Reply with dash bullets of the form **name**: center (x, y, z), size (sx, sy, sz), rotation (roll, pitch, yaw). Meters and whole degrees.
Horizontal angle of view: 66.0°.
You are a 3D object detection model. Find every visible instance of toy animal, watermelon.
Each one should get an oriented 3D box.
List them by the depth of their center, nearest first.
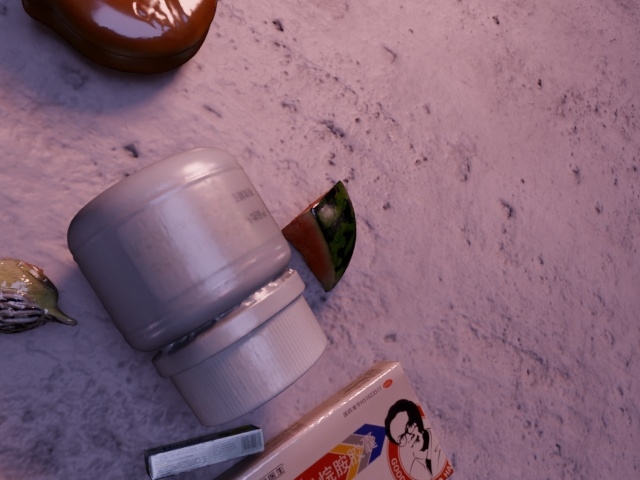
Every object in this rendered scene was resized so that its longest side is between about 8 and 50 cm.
- **toy animal**: center (-0.379, 0.085, 0.621), size (0.137, 0.098, 0.098), rotation (42, 61, 9)
- **watermelon**: center (0.020, -0.003, 0.841), size (0.145, 0.137, 0.193), rotation (54, 19, -4)

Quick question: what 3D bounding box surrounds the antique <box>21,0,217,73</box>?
- **antique**: center (-0.301, -0.367, 0.754), size (0.278, 0.129, 0.223), rotation (-4, 80, -27)

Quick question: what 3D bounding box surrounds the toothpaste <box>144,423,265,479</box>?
- **toothpaste**: center (-0.163, 0.301, 0.706), size (0.164, 0.046, 0.034), rotation (-4, 81, -27)

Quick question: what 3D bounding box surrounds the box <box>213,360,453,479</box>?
- **box**: center (0.035, 0.373, 0.780), size (0.353, 0.069, 0.214), rotation (-26, 90, -31)

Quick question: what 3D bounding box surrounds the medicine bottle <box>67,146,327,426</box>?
- **medicine bottle**: center (-0.151, 0.059, 0.657), size (0.245, 0.245, 0.306), rotation (-33, 93, -29)
